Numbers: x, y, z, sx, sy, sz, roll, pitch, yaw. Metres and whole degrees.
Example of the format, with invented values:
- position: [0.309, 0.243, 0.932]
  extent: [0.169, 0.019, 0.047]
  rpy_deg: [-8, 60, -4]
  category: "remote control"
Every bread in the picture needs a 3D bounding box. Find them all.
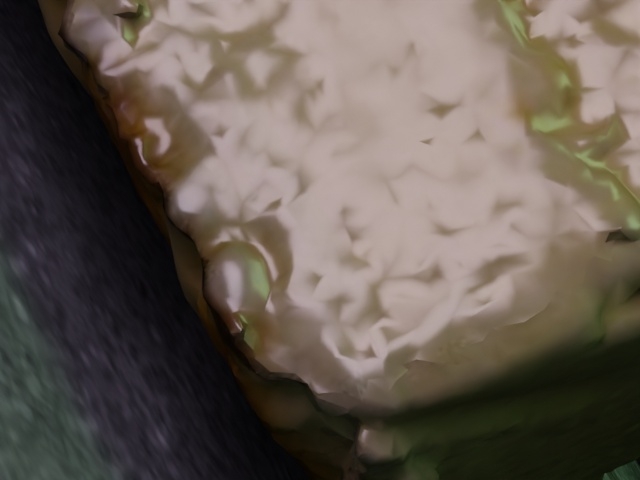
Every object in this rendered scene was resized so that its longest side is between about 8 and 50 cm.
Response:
- position: [0.053, -0.083, 0.710]
  extent: [0.371, 0.279, 0.390]
  rpy_deg: [59, 4, 18]
  category: "bread"
